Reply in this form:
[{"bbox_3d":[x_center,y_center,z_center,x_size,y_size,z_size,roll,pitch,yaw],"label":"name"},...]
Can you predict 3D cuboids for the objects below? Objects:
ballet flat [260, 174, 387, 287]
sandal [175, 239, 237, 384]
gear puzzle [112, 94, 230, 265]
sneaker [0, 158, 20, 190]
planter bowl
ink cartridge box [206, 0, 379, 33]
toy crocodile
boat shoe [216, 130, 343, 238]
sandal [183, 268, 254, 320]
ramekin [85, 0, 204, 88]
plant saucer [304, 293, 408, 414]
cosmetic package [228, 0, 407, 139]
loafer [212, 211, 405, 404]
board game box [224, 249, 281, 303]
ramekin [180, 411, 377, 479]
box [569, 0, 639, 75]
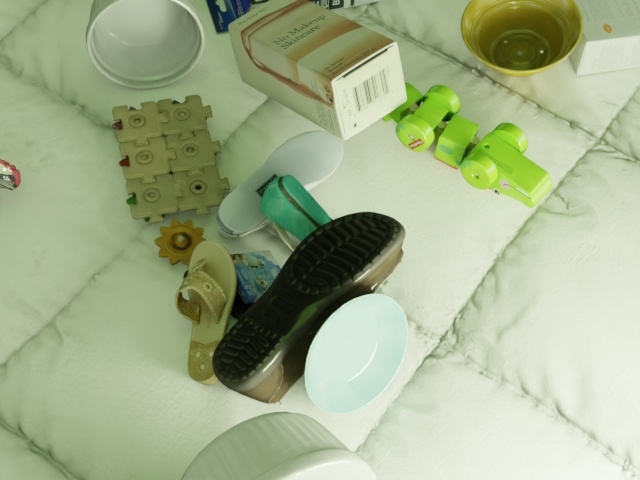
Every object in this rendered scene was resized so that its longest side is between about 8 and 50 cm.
[{"bbox_3d":[0.000,0.000,1.854,0.247,0.087,0.083,43,32,-9],"label":"ballet flat"},{"bbox_3d":[-0.184,0.096,1.764,0.088,0.079,0.240,-12,65,23],"label":"sandal"},{"bbox_3d":[-0.246,-0.099,1.957,0.175,0.044,0.339,-10,59,-9],"label":"gear puzzle"},{"bbox_3d":[-0.648,-0.091,1.913,0.299,0.121,0.112,-4,85,-4],"label":"sneaker"},{"bbox_3d":[0.365,-0.366,2.105,0.217,0.090,0.217,-3,59,6],"label":"planter bowl"},{"bbox_3d":[-0.059,-0.504,2.218,0.332,0.065,0.165,-15,58,-9],"label":"ink cartridge box"},{"bbox_3d":[0.241,-0.164,1.977,0.340,0.105,0.115,33,61,14],"label":"toy crocodile"},{"bbox_3d":[-0.074,-0.093,1.923,0.258,0.084,0.095,-34,85,-22],"label":"boat shoe"},{"bbox_3d":[-0.139,0.086,1.828,0.179,0.040,0.067,31,62,19],"label":"sandal"},{"bbox_3d":[-0.315,-0.383,2.053,0.207,0.207,0.109,-9,47,-7],"label":"ramekin"},{"bbox_3d":[0.046,0.162,1.704,0.195,0.195,0.037,-34,39,-21],"label":"plant saucer"},{"bbox_3d":[-0.008,-0.308,1.994,0.153,0.129,0.296,-36,45,-23],"label":"cosmetic package"},{"bbox_3d":[-0.009,0.103,1.754,0.366,0.130,0.134,-43,48,-12],"label":"loafer"},{"bbox_3d":[-0.100,0.057,1.838,0.090,0.020,0.090,-6,51,-40],"label":"board game box"},{"bbox_3d":[-0.070,0.347,1.527,0.273,0.273,0.127,-27,49,-18],"label":"ramekin"},{"bbox_3d":[0.542,-0.391,2.129,0.170,0.091,0.130,-8,57,-7],"label":"box"}]
